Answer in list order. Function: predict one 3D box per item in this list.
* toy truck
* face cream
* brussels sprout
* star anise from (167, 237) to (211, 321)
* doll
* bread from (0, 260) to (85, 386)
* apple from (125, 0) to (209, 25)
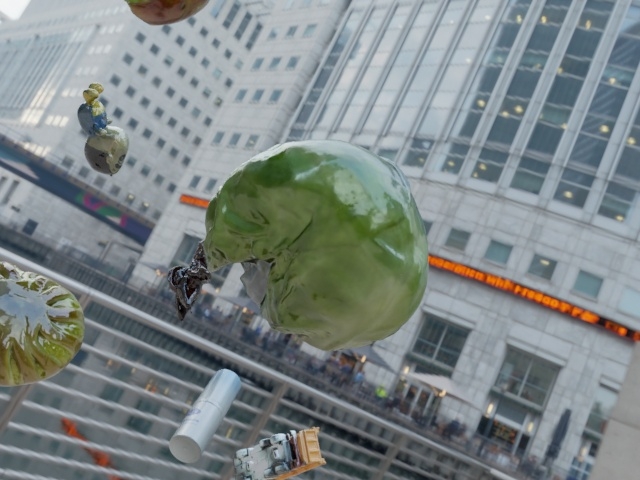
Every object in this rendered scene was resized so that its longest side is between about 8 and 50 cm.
[{"bbox_3d":[-0.118,0.593,1.704,0.135,0.114,0.270,16,-39,-42],"label":"toy truck"},{"bbox_3d":[-0.258,0.395,1.436,0.077,0.077,0.250,25,25,3],"label":"face cream"},{"bbox_3d":[0.011,-0.016,1.176,0.425,0.361,0.342,34,32,-4],"label":"brussels sprout"},{"bbox_3d":[-0.348,0.086,1.663,0.102,0.272,0.272,25,-11,-16],"label":"star anise"},{"bbox_3d":[-0.416,-0.207,1.208,0.088,0.179,0.102,-2,27,-5],"label":"doll"},{"bbox_3d":[-0.473,0.124,0.964,0.213,0.213,0.105,28,-45,-14],"label":"bread"},{"bbox_3d":[-0.323,-0.534,1.197,0.226,0.246,0.246,9,-19,43],"label":"apple"}]
